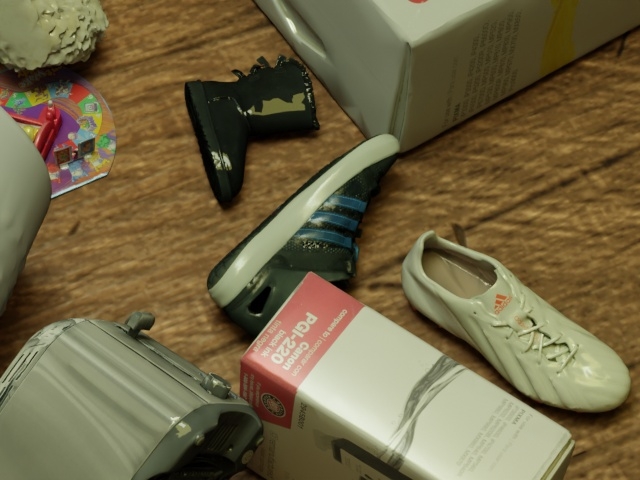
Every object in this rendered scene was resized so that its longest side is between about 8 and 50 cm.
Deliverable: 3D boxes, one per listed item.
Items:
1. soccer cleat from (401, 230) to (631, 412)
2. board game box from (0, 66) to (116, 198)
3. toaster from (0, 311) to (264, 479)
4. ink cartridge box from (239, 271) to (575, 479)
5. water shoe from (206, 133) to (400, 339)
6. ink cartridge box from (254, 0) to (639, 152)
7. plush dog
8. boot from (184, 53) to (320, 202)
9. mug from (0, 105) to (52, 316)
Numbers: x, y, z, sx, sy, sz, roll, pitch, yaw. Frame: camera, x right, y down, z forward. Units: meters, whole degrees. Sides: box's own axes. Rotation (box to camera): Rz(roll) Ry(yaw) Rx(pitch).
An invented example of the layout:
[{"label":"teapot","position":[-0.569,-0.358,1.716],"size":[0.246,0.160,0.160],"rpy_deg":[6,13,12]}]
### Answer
[{"label":"soccer cleat","position":[0.144,0.063,1.463],"size":[0.196,0.076,0.068],"rpy_deg":[31,62,16]},{"label":"board game box","position":[-0.249,-0.089,1.565],"size":[0.169,0.033,0.133],"rpy_deg":[-24,63,-16]},{"label":"toaster","position":[-0.158,0.160,1.342],"size":[0.146,0.129,0.227],"rpy_deg":[39,102,24]},{"label":"ink cartridge box","position":[0.054,0.144,1.361],"size":[0.218,0.158,0.092],"rpy_deg":[30,60,15]},{"label":"water shoe","position":[0.000,0.000,1.513],"size":[0.203,0.073,0.080],"rpy_deg":[-42,95,-24]},{"label":"ink cartridge box","position":[0.141,-0.285,1.627],"size":[0.385,0.160,0.279],"rpy_deg":[-30,64,-19]},{"label":"plush dog","position":[-0.292,-0.276,1.607],"size":[0.262,0.210,0.225],"rpy_deg":[6,32,-1]},{"label":"boot","position":[-0.049,-0.091,1.570],"size":[0.099,0.045,0.121],"rpy_deg":[-10,59,-12]},{"label":"mug","position":[-0.409,0.054,1.360],"size":[0.374,0.276,0.328],"rpy_deg":[0,56,34]}]
